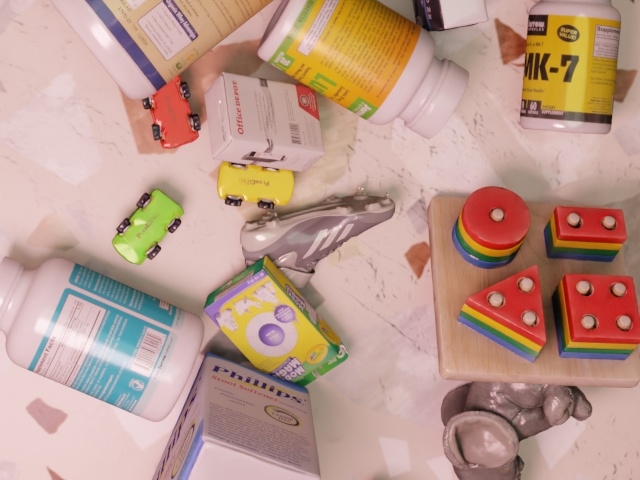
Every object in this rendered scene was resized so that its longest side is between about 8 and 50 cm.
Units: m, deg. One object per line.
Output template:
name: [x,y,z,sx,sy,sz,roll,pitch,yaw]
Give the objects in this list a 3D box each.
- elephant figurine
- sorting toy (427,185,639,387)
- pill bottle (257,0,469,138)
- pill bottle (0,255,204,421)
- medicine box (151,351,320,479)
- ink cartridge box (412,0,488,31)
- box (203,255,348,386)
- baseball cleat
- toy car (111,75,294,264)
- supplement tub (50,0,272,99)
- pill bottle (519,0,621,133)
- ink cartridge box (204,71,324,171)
elephant figurine: [0.223,0.252,1.868,0.239,0.169,0.186,-47,56,7]
sorting toy: [0.276,0.047,1.815,0.255,0.089,0.257,3,59,-8]
pill bottle: [0.057,-0.230,1.798,0.245,0.136,0.136,29,92,-10]
pill bottle: [-0.288,0.113,1.784,0.264,0.146,0.146,25,92,-10]
medicine box: [-0.123,0.317,1.738,0.149,0.289,0.263,22,102,-9]
ink cartridge box: [0.133,-0.426,1.773,0.065,0.165,0.333,-11,97,-6]
box: [-0.054,0.118,1.845,0.105,0.043,0.179,-34,111,21]
baseball cleat: [0.000,0.000,1.860,0.206,0.072,0.109,-10,111,-2]
toy car: [-0.182,-0.068,1.825,0.239,0.053,0.225,40,90,-10]
supplement tub: [-0.167,-0.343,1.707,0.316,0.228,0.228,-38,100,-2]
pill bottle: [0.323,-0.244,1.843,0.119,0.119,0.208,3,95,-8]
ink cartridge box: [-0.071,-0.146,1.788,0.135,0.056,0.099,7,62,-31]
